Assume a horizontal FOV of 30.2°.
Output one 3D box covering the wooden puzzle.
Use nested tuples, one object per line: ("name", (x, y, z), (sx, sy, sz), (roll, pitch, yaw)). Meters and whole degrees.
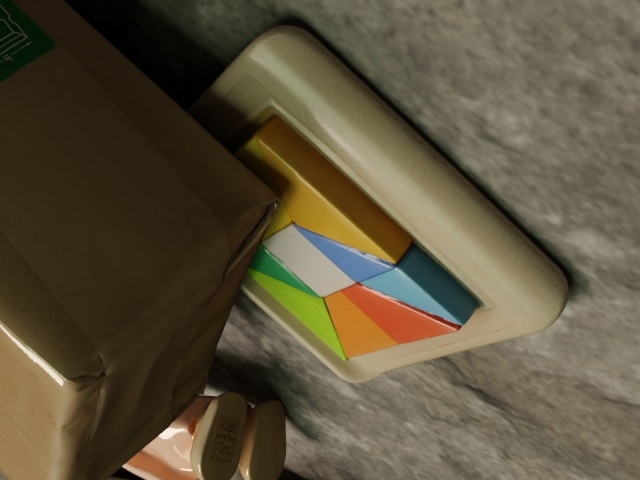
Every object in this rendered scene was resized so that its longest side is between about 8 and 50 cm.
("wooden puzzle", (0.000, 0.000, 0.709), (0.221, 0.044, 0.239), (42, 150, -9))

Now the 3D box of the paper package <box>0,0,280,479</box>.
("paper package", (-0.213, -0.019, 0.747), (0.325, 0.168, 0.309), (43, 152, 8))

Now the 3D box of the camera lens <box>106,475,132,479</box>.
("camera lens", (-0.226, 0.376, 1.317), (0.274, 0.219, 0.219), (-3, 132, 49))

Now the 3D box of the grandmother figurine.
("grandmother figurine", (-0.208, 0.140, 1.023), (0.342, 0.104, 0.208), (8, 164, 32))
